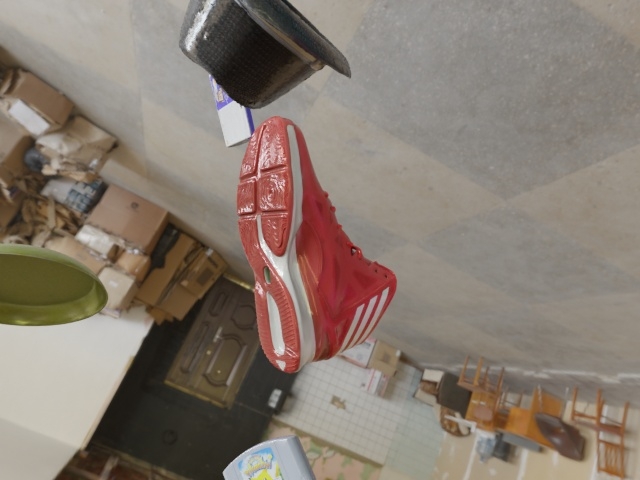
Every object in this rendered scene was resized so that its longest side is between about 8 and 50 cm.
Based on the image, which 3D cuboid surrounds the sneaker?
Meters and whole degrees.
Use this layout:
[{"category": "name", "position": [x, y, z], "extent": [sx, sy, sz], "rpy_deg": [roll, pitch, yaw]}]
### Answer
[{"category": "sneaker", "position": [0.000, 0.000, 0.439], "extent": [0.128, 0.220, 0.087], "rpy_deg": [-5, -175, -39]}]

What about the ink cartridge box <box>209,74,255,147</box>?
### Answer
[{"category": "ink cartridge box", "position": [-0.224, -0.361, 1.233], "extent": [0.045, 0.206, 0.208], "rpy_deg": [-17, -169, -26]}]

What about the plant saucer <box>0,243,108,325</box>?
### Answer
[{"category": "plant saucer", "position": [-0.455, 0.068, 0.718], "extent": [0.241, 0.037, 0.240], "rpy_deg": [-6, 147, -4]}]

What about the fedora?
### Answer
[{"category": "fedora", "position": [-0.106, -0.302, 0.703], "extent": [0.334, 0.152, 0.334], "rpy_deg": [39, -160, -16]}]

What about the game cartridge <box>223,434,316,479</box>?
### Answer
[{"category": "game cartridge", "position": [-0.047, 0.208, 0.412], "extent": [0.083, 0.055, 0.017], "rpy_deg": [-34, 156, 17]}]
